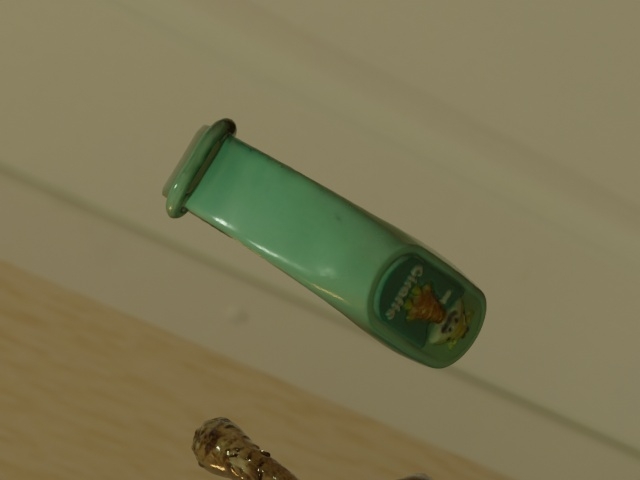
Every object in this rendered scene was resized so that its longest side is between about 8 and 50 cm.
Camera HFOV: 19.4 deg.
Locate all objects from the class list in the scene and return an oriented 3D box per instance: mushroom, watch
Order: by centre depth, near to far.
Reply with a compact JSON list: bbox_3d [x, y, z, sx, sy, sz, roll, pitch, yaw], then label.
[{"bbox_3d":[0.000,0.000,1.158,0.195,0.237,0.068,32,90,34],"label":"watch"},{"bbox_3d":[-0.018,0.202,1.399,0.217,0.148,0.227,47,138,20],"label":"mushroom"}]
